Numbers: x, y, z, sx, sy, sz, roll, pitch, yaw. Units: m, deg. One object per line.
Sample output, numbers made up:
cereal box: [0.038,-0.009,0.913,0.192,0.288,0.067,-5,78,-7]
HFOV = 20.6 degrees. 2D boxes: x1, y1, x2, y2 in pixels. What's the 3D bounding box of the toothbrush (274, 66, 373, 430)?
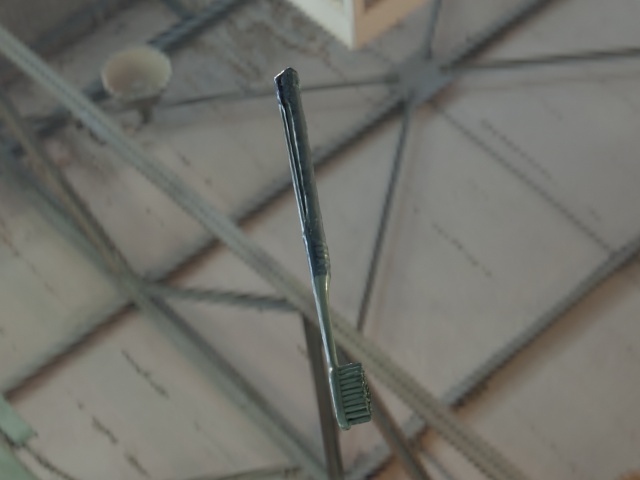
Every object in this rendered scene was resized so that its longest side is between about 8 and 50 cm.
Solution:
toothbrush: [0.000,0.000,0.949,0.019,0.016,0.219,-16,-119,9]
